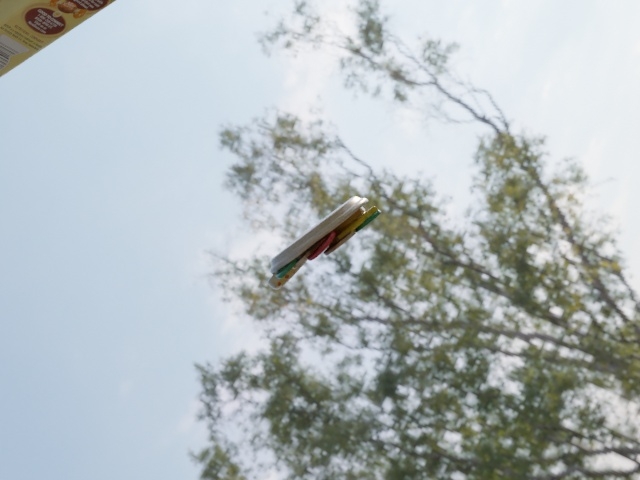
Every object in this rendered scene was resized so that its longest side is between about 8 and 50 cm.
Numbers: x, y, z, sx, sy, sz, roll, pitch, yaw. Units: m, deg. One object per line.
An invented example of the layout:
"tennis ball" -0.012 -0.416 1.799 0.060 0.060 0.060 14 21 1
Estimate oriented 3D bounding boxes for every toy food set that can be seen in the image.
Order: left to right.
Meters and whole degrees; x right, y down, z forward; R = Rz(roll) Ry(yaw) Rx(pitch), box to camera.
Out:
"toy food set" 0.000 0.000 0.595 0.083 0.020 0.082 -37 2 -21

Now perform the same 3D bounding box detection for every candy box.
"candy box" -0.348 -0.346 1.103 0.316 0.183 0.087 -29 -19 12
